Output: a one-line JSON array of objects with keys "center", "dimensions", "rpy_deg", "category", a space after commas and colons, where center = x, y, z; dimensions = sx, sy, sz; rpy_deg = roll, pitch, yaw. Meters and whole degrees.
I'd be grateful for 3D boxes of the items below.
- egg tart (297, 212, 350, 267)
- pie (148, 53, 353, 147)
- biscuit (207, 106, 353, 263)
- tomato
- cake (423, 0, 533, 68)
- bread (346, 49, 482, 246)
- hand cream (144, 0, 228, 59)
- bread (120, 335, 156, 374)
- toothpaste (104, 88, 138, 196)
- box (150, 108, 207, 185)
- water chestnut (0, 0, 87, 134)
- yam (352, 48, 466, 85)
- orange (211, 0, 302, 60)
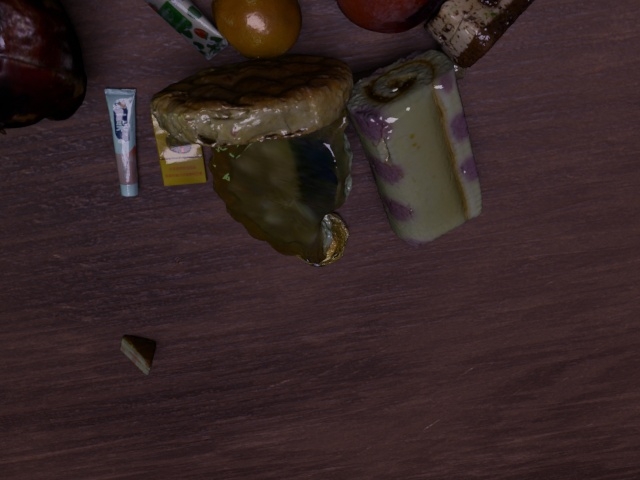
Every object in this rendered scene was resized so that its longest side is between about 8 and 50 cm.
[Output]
[{"center": [0.000, 0.000, 1.427], "dimensions": [0.130, 0.052, 0.130], "rpy_deg": [-1, 115, -2], "category": "egg tart"}, {"center": [-0.106, -0.239, 1.143], "dimensions": [0.339, 0.339, 0.083], "rpy_deg": [-7, 116, 1], "category": "pie"}, {"center": [-0.049, -0.103, 1.311], "dimensions": [0.329, 0.078, 0.335], "rpy_deg": [-17, 111, 28], "category": "biscuit"}, {"center": [0.117, -0.433, 1.115], "dimensions": [0.184, 0.208, 0.208], "rpy_deg": [37, 110, -6], "category": "tomato"}, {"center": [0.296, -0.410, 1.149], "dimensions": [0.246, 0.135, 0.112], "rpy_deg": [-44, 93, 9], "category": "cake"}, {"center": [0.178, -0.158, 1.263], "dimensions": [0.187, 0.155, 0.338], "rpy_deg": [-29, 132, -3], "category": "bread"}, {"center": [-0.273, -0.421, 1.180], "dimensions": [0.276, 0.095, 0.059], "rpy_deg": [43, 64, -20], "category": "hand cream"}, {"center": [-0.389, 0.248, 1.536], "dimensions": [0.062, 0.109, 0.043], "rpy_deg": [-17, 135, -45], "category": "bread"}, {"center": [-0.371, -0.185, 1.319], "dimensions": [0.056, 0.036, 0.205], "rpy_deg": [0, 114, -4], "category": "toothpaste"}, {"center": [-0.270, -0.182, 1.332], "dimensions": [0.087, 0.023, 0.155], "rpy_deg": [-3, 118, 1], "category": "box"}, {"center": [-0.534, -0.270, 1.084], "dimensions": [0.335, 0.335, 0.347], "rpy_deg": [10, 89, -8], "category": "water chestnut"}, {"center": [0.113, -0.292, 1.272], "dimensions": [0.299, 0.066, 0.066], "rpy_deg": [-14, 118, 4], "category": "yam"}, {"center": [-0.107, -0.373, 1.168], "dimensions": [0.154, 0.155, 0.134], "rpy_deg": [22, 127, -14], "category": "orange"}]
